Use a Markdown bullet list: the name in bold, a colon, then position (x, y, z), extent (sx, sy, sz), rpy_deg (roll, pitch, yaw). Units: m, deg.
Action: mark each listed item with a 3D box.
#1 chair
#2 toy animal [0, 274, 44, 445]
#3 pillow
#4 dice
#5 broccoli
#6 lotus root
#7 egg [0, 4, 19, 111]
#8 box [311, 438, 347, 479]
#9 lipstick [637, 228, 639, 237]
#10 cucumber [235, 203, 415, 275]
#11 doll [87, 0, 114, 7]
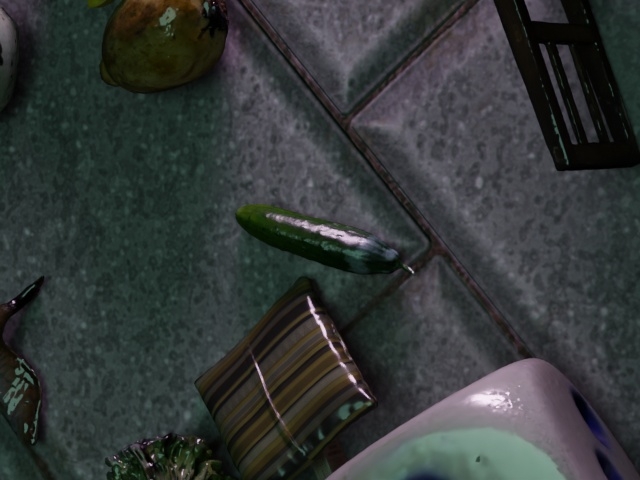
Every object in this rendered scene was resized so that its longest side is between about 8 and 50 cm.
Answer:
- **chair**: position (0.302, -0.309, 1.570), extent (0.240, 0.203, 0.416), rpy_deg (-28, 78, 34)
- **toy animal**: position (-0.429, 0.126, 1.950), extent (0.272, 0.160, 0.197), rpy_deg (46, 105, 11)
- **pillow**: position (-0.047, 0.179, 1.789), extent (0.208, 0.052, 0.212), rpy_deg (-44, 50, 17)
- **dice**: position (0.183, 0.322, 1.593), extent (0.304, 0.277, 0.304), rpy_deg (-35, 77, 17)
- **broccoli**: position (-0.184, 0.348, 1.754), extent (0.165, 0.304, 0.145), rpy_deg (-37, 115, 15)
- **lotus root**: position (-0.198, -0.246, 1.858), extent (0.214, 0.138, 0.138), rpy_deg (-32, 76, 32)
- **egg**: position (-0.448, -0.239, 1.967), extent (0.131, 0.131, 0.164), rpy_deg (-11, 108, 24)
- **box**: position (0.015, 0.271, 1.786), extent (0.024, 0.053, 0.083), rpy_deg (-26, 78, 23)
- **lipstick**: position (0.435, 0.076, 1.597), extent (0.059, 0.059, 0.264), rpy_deg (-41, 73, 18)
- **cucumber**: position (0.000, 0.000, 1.797), extent (0.250, 0.056, 0.056), rpy_deg (16, 96, 24)
- **doll**: position (-0.283, -0.395, 1.900), extent (0.237, 0.111, 0.252), rpy_deg (30, 93, 40)
